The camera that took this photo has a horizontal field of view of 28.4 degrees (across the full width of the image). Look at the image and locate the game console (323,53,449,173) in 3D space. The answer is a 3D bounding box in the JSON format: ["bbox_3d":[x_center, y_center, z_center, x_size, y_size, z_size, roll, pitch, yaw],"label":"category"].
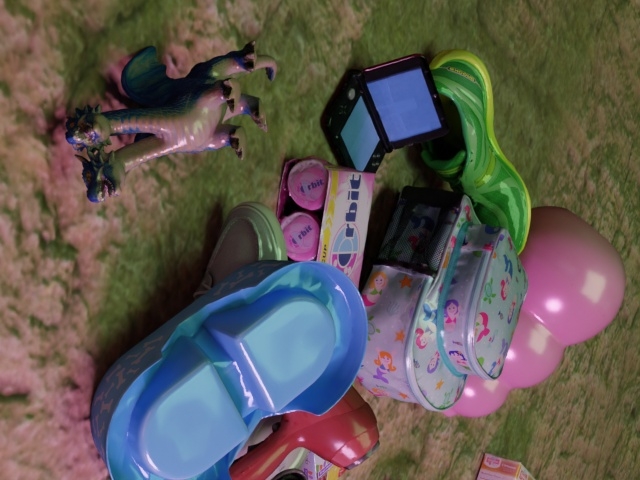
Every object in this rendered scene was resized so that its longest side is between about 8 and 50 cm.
[{"bbox_3d":[0.080,-0.134,1.498,0.124,0.085,0.144,-63,147,-28],"label":"game console"}]

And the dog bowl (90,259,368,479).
[{"bbox_3d":[-0.090,0.130,1.203,0.297,0.074,0.166,-38,122,-22],"label":"dog bowl"}]

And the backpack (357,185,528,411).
[{"bbox_3d":[0.146,0.087,1.604,0.253,0.191,0.225,-62,148,-20],"label":"backpack"}]

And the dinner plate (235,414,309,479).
[{"bbox_3d":[-0.052,0.228,1.425,0.141,0.017,0.141,-21,122,-39],"label":"dinner plate"}]

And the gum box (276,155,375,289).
[{"bbox_3d":[0.000,0.000,1.425,0.107,0.062,0.188,-1,100,-61],"label":"gum box"}]

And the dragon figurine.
[{"bbox_3d":[-0.127,-0.125,1.131,0.289,0.144,0.085,-69,154,-59],"label":"dragon figurine"}]

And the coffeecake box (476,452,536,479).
[{"bbox_3d":[0.294,0.466,2.105,0.142,0.068,0.185,49,58,-55],"label":"coffeecake box"}]

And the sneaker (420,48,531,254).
[{"bbox_3d":[0.187,-0.101,1.673,0.123,0.109,0.295,-37,113,-39],"label":"sneaker"}]

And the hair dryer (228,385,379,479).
[{"bbox_3d":[-0.041,0.221,1.346,0.224,0.080,0.293,5,75,-24],"label":"hair dryer"}]

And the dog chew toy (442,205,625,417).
[{"bbox_3d":[0.275,0.113,1.792,0.332,0.206,0.206,-50,148,1],"label":"dog chew toy"}]

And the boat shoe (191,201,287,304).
[{"bbox_3d":[-0.091,0.074,1.271,0.081,0.079,0.227,-8,110,-64],"label":"boat shoe"}]

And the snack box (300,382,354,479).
[{"bbox_3d":[0.004,0.227,1.537,0.100,0.037,0.141,-36,129,-51],"label":"snack box"}]
